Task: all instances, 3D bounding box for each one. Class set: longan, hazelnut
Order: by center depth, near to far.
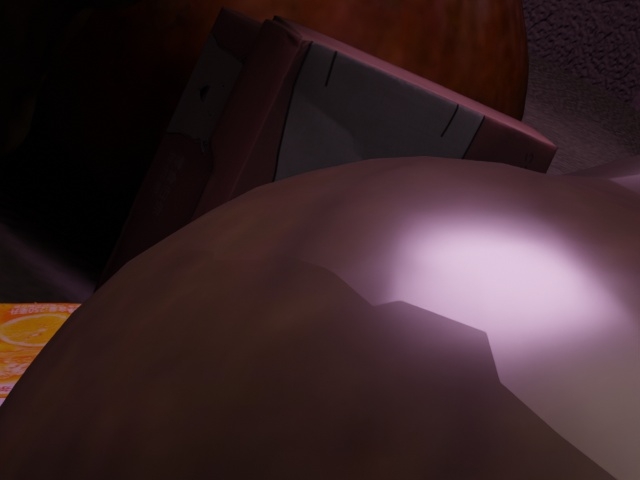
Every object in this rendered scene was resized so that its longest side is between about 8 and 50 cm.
[{"bbox_3d":[0.067,0.135,0.498,0.361,0.361,0.361,31,14,-9],"label":"longan"},{"bbox_3d":[-0.039,-0.149,1.259,0.359,0.359,0.409,40,9,27],"label":"hazelnut"}]

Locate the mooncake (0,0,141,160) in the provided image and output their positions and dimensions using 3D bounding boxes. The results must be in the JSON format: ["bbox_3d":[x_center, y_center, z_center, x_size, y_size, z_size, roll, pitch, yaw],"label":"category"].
[{"bbox_3d":[-0.177,-0.208,0.953,0.394,0.393,0.246,1,-11,34],"label":"mooncake"}]

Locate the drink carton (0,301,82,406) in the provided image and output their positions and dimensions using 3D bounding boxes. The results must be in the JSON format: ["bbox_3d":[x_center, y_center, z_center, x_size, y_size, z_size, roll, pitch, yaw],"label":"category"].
[{"bbox_3d":[-0.107,0.084,0.718,0.096,0.071,0.223,1,13,-5],"label":"drink carton"}]

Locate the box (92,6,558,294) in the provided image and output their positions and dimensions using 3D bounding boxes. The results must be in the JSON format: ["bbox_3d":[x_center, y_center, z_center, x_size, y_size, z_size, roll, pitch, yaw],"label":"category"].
[{"bbox_3d":[0.000,0.000,1.057,0.215,0.215,0.086,19,10,-40],"label":"box"}]
